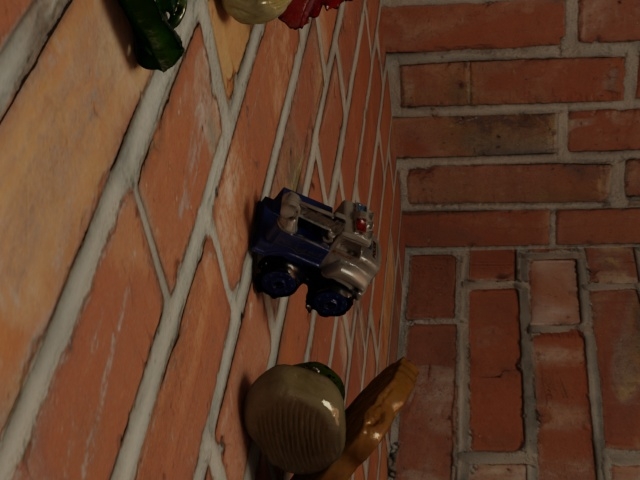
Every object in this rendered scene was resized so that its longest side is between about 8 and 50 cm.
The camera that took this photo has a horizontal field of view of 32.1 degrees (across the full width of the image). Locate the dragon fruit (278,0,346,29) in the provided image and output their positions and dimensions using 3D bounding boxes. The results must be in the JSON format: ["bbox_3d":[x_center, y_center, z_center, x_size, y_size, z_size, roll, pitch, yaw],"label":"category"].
[{"bbox_3d":[-0.003,-0.509,1.768,0.282,0.100,0.343,53,50,-6],"label":"dragon fruit"}]

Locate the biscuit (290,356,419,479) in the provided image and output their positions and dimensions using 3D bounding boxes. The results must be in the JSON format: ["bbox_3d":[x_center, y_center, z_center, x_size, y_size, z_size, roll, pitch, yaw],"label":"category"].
[{"bbox_3d":[0.039,0.331,1.836,0.312,0.057,0.351,-49,179,38],"label":"biscuit"}]

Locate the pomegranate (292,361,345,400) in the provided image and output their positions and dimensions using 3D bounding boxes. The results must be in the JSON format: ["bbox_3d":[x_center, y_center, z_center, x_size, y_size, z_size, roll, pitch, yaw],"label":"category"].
[{"bbox_3d":[-0.020,0.252,1.842,0.161,0.122,0.122,81,12,-62],"label":"pomegranate"}]

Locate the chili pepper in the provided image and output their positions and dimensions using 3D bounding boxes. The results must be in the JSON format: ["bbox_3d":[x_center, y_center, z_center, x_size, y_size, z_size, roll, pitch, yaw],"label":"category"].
[{"bbox_3d":[-0.183,-0.266,1.137,0.216,0.062,0.108,73,12,-57],"label":"chili pepper"}]

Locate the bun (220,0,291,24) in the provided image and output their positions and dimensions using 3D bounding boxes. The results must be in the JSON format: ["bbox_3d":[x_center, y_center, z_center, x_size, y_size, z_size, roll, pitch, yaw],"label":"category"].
[{"bbox_3d":[-0.096,-0.400,1.560,0.164,0.111,0.188,-55,149,-45],"label":"bun"}]

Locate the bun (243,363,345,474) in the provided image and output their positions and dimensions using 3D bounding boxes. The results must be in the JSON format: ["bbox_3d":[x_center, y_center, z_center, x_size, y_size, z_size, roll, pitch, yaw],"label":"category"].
[{"bbox_3d":[-0.032,0.259,1.663,0.173,0.166,0.113,-63,179,38],"label":"bun"}]

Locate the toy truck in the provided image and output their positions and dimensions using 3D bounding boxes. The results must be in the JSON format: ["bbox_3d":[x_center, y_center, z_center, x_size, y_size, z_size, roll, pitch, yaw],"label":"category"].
[{"bbox_3d":[0.000,0.000,1.754,0.177,0.213,0.161,-52,-155,41],"label":"toy truck"}]
